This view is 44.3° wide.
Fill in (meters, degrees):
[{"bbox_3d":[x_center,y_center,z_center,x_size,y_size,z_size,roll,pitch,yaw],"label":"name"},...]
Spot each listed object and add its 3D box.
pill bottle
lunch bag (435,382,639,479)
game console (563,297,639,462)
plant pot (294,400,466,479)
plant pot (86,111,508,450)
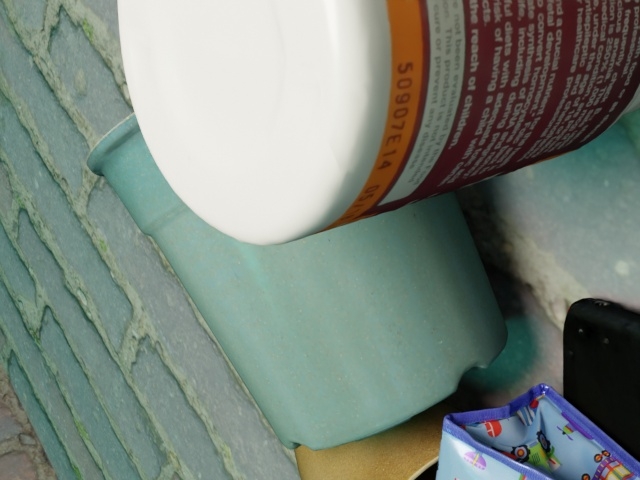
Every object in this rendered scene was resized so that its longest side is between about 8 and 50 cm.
[{"bbox_3d":[0.087,-0.148,0.535,0.224,0.392,0.224,23,121,45],"label":"pill bottle"},{"bbox_3d":[0.229,0.292,0.640,0.293,0.138,0.221,32,124,51],"label":"lunch bag"},{"bbox_3d":[0.327,0.246,0.600,0.386,0.060,0.342,-157,62,-64],"label":"game console"},{"bbox_3d":[0.076,0.255,0.874,0.254,0.237,0.237,36,131,54],"label":"plant pot"},{"bbox_3d":[0.000,0.000,0.779,0.341,0.341,0.334,-22,95,52],"label":"plant pot"}]
